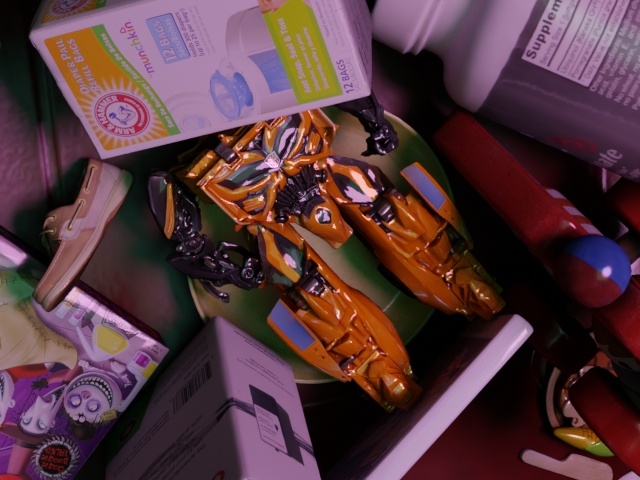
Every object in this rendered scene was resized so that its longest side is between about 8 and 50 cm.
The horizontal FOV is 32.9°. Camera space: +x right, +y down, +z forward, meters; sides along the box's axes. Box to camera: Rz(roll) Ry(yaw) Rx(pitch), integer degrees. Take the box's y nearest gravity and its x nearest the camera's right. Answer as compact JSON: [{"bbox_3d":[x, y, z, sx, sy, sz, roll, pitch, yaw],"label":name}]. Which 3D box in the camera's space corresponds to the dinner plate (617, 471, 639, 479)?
[{"bbox_3d":[0.338,0.301,1.122,0.141,0.017,0.141,-5,105,-20],"label":"dinner plate"}]

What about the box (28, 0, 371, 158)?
[{"bbox_3d":[-0.076,-0.148,0.744,0.203,0.103,0.114,-12,131,13],"label":"box"}]

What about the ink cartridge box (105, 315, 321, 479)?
[{"bbox_3d":[-0.084,0.179,0.807,0.087,0.208,0.153,36,106,-25],"label":"ink cartridge box"}]

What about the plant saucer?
[{"bbox_3d":[0.000,0.000,0.912,0.241,0.037,0.240,-5,104,-20],"label":"plant saucer"}]

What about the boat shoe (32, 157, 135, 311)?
[{"bbox_3d":[-0.186,-0.007,0.812,0.045,0.050,0.135,30,50,-10],"label":"boat shoe"}]

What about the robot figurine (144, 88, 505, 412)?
[{"bbox_3d":[0.007,-0.010,0.846,0.211,0.085,0.291,-47,113,-7],"label":"robot figurine"}]

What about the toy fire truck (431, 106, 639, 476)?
[{"bbox_3d":[0.223,0.036,0.860,0.169,0.302,0.254,-45,132,12],"label":"toy fire truck"}]

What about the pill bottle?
[{"bbox_3d":[0.204,-0.159,0.844,0.319,0.176,0.176,23,93,-1],"label":"pill bottle"}]

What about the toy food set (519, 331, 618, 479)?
[{"bbox_3d":[0.280,0.148,1.052,0.132,0.038,0.192,19,94,-24],"label":"toy food set"}]

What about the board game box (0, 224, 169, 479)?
[{"bbox_3d":[-0.310,0.067,0.803,0.347,0.056,0.208,38,91,-24],"label":"board game box"}]

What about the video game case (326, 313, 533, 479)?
[{"bbox_3d":[0.083,0.140,0.899,0.023,0.183,0.201,43,85,1],"label":"video game case"}]
